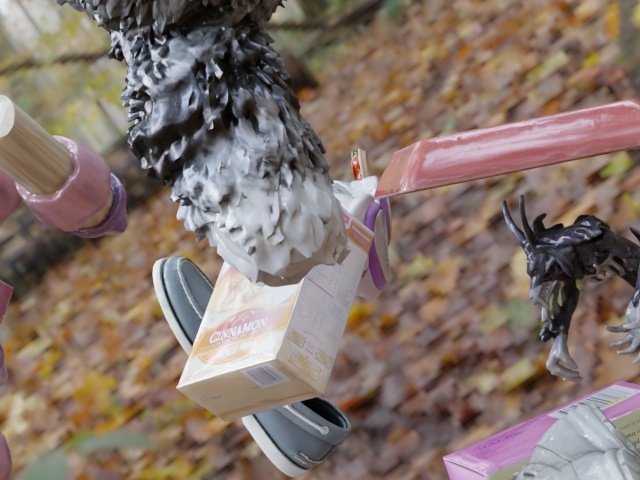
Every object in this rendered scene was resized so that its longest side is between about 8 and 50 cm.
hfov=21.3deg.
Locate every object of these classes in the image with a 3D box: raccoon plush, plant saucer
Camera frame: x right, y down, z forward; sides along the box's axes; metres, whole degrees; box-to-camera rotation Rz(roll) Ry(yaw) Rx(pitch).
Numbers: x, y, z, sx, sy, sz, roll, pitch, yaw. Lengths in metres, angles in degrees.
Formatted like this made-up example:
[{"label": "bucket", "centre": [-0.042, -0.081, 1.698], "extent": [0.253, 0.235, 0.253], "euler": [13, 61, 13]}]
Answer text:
[{"label": "raccoon plush", "centre": [-0.043, -0.237, 0.955], "extent": [0.216, 0.446, 0.299], "euler": [-26, -20, -29]}, {"label": "plant saucer", "centre": [0.184, -0.088, 1.629], "extent": [0.259, 0.047, 0.259], "euler": [-11, 0, -4]}]

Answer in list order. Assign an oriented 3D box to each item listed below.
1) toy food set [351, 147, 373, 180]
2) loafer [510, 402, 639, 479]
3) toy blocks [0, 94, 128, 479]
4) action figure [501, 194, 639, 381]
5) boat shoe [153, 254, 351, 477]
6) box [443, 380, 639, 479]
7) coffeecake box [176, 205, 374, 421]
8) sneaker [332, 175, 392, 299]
[{"label": "toy food set", "centre": [0.053, -0.071, 2.061], "extent": [0.020, 0.083, 0.082], "euler": [-12, 11, 7]}, {"label": "loafer", "centre": [0.193, 0.199, 1.180], "extent": [0.111, 0.112, 0.319], "euler": [-44, 2, 4]}, {"label": "toy blocks", "centre": [-0.313, 0.045, 1.286], "extent": [0.309, 0.260, 0.288], "euler": [10, 72, 27]}, {"label": "action figure", "centre": [0.282, 0.063, 1.613], "extent": [0.141, 0.276, 0.164], "euler": [-67, 11, -18]}, {"label": "boat shoe", "centre": [-0.081, 0.137, 2.076], "extent": [0.099, 0.319, 0.116], "euler": [-34, 5, 22]}, {"label": "box", "centre": [0.272, 0.294, 1.707], "extent": [0.214, 0.243, 0.117], "euler": [-22, 8, -16]}, {"label": "coffeecake box", "centre": [-0.041, 0.066, 1.607], "extent": [0.142, 0.068, 0.185], "euler": [-20, 40, 44]}, {"label": "sneaker", "centre": [0.000, 0.000, 1.839], "extent": [0.152, 0.114, 0.305], "euler": [-3, 8, 4]}]
